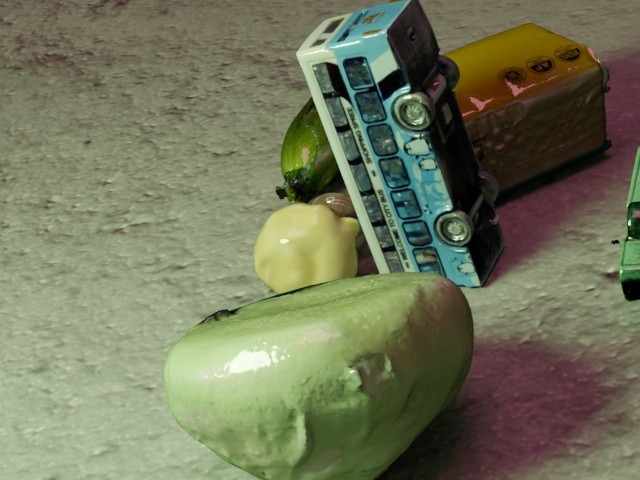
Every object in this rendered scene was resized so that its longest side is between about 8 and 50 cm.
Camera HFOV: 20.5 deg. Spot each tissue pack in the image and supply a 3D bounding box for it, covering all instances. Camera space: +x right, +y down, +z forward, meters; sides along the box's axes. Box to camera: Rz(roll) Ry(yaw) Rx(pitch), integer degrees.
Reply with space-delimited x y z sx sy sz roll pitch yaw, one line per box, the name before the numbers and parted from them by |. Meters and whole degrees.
tissue pack | 0.170 -0.136 2.015 0.271 0.134 0.192 -23 29 -16

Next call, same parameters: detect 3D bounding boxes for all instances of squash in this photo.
squash | 0.010 -0.132 2.140 0.087 0.087 0.331 -2 32 23

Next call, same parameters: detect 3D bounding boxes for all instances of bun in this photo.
bun | 0.010 0.135 1.584 0.283 0.179 0.283 -13 7 2

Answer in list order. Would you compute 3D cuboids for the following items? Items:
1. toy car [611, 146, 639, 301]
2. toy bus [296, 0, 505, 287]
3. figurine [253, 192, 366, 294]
toy car | 0.377 -0.040 1.782 0.141 0.097 0.320 -5 31 19
toy bus | 0.089 -0.094 1.816 0.131 0.297 0.106 -6 29 29
figurine | 0.000 0.000 1.912 0.114 0.108 0.196 6 16 16
